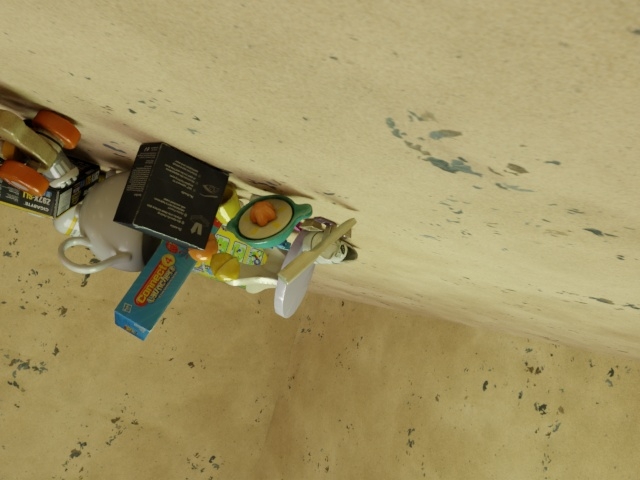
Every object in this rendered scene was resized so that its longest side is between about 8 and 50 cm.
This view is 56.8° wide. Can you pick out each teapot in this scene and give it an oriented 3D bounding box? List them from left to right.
[{"bbox_3d":[-0.474,-0.048,1.365,0.187,0.252,0.256,9,177,-3],"label":"teapot"}]

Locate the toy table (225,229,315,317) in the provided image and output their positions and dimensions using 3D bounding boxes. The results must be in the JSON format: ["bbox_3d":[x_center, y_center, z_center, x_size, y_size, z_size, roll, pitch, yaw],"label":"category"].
[{"bbox_3d":[-0.118,0.064,1.576,0.161,0.274,0.252,25,-152,17],"label":"toy table"}]

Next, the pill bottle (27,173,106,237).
[{"bbox_3d":[-0.598,-0.084,1.609,0.334,0.187,0.188,21,170,-27],"label":"pill bottle"}]

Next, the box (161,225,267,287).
[{"bbox_3d":[-0.366,0.034,1.973,0.279,0.176,0.290,23,170,-39],"label":"box"}]

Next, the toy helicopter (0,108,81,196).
[{"bbox_3d":[-0.609,-0.227,1.006,0.235,0.140,0.355,16,161,27],"label":"toy helicopter"}]

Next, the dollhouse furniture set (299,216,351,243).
[{"bbox_3d":[0.000,0.000,1.362,0.091,0.081,0.114,21,171,-27],"label":"dollhouse furniture set"}]

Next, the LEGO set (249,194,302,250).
[{"bbox_3d":[-0.127,-0.036,1.362,0.093,0.086,0.227,13,170,19],"label":"LEGO set"}]

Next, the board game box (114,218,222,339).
[{"bbox_3d":[-0.353,0.074,1.373,0.086,0.301,0.308,33,159,-9],"label":"board game box"}]

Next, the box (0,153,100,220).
[{"bbox_3d":[-0.706,-0.161,1.350,0.322,0.079,0.257,17,-160,-6],"label":"box"}]

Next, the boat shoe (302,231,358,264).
[{"bbox_3d":[0.031,0.019,1.500,0.076,0.083,0.226,0,177,24],"label":"boat shoe"}]

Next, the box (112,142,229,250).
[{"bbox_3d":[-0.278,-0.080,1.111,0.093,0.158,0.156,7,167,47],"label":"box"}]

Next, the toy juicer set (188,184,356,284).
[{"bbox_3d":[-0.122,-0.011,1.142,0.329,0.209,0.089,11,141,28],"label":"toy juicer set"}]

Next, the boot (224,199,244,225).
[{"bbox_3d":[-0.257,-0.077,1.394,0.086,0.069,0.190,16,174,-36],"label":"boot"}]

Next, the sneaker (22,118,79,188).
[{"bbox_3d":[-0.597,-0.209,1.238,0.229,0.086,0.132,30,152,34],"label":"sneaker"}]
